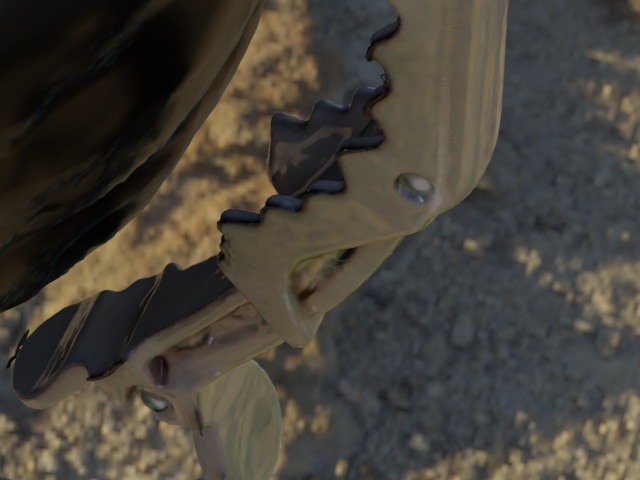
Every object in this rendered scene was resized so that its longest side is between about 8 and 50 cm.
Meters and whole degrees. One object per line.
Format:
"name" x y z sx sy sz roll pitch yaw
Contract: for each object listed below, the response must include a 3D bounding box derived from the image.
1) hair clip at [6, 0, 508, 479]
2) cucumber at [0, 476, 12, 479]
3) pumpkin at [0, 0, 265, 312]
"hair clip" 0.000 0.000 0.423 0.072 0.226 0.034 32 53 -10
"cucumber" -0.168 0.169 0.889 0.032 0.133 0.032 29 10 -5
"pumpkin" -0.175 -0.122 0.448 0.363 0.363 0.266 13 70 3
